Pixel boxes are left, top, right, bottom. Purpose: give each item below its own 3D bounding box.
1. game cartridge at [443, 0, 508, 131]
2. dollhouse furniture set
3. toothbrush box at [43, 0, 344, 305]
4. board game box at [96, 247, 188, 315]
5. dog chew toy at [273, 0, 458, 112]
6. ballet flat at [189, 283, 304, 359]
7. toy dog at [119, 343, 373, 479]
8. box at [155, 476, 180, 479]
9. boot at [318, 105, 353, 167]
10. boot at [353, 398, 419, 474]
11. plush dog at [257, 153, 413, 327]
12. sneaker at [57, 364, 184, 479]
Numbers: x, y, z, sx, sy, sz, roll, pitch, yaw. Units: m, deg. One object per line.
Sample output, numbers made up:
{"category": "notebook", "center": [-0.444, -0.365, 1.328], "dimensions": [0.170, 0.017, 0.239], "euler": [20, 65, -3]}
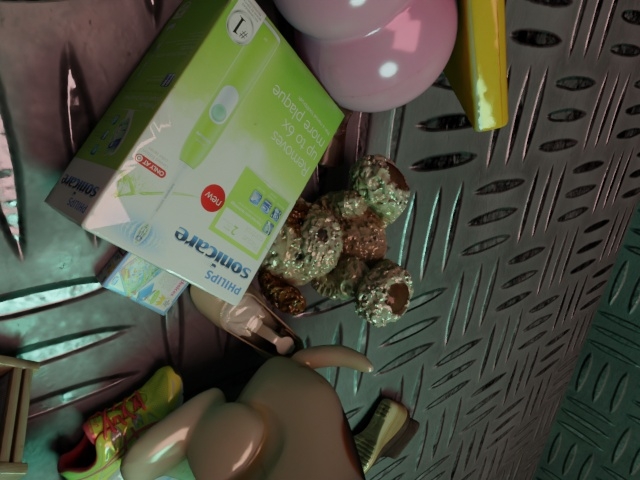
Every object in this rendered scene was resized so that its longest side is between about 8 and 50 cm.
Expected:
{"category": "game cartridge", "center": [0.191, -0.354, 0.618], "dimensions": [0.053, 0.285, 0.323], "euler": [-10, 129, 9]}
{"category": "dollhouse furniture set", "center": [-0.423, 0.218, 0.489], "dimensions": [0.184, 0.129, 0.129], "euler": [-36, 139, 19]}
{"category": "toothbrush box", "center": [-0.127, -0.100, 0.531], "dimensions": [0.206, 0.122, 0.283], "euler": [41, 75, -45]}
{"category": "board game box", "center": [-0.205, 0.015, 0.616], "dimensions": [0.154, 0.026, 0.103], "euler": [-53, 135, -7]}
{"category": "dog chew toy", "center": [0.034, -0.297, 0.511], "dimensions": [0.206, 0.207, 0.332], "euler": [-55, 147, -4]}
{"category": "ballet flat", "center": [-0.103, 0.130, 0.728], "dimensions": [0.086, 0.086, 0.248], "euler": [-50, 135, -9]}
{"category": "toy dog", "center": [0.002, 0.387, 0.638], "dimensions": [0.396, 0.408, 0.284], "euler": [-35, 143, -25]}
{"category": "box", "center": [-0.227, 0.372, 0.773], "dimensions": [0.109, 0.042, 0.178], "euler": [-31, 129, -27]}
{"category": "boot", "center": [0.004, -0.163, 0.705], "dimensions": [0.107, 0.037, 0.114], "euler": [-5, 120, -37]}
{"category": "boot", "center": [0.153, 0.532, 1.160], "dimensions": [0.248, 0.090, 0.207], "euler": [-51, 133, -14]}
{"category": "plush dog", "center": [0.000, 0.000, 0.714], "dimensions": [0.226, 0.211, 0.262], "euler": [6, 79, -29]}
{"category": "sneaker", "center": [-0.279, 0.261, 0.643], "dimensions": [0.208, 0.081, 0.094], "euler": [-52, 133, -7]}
